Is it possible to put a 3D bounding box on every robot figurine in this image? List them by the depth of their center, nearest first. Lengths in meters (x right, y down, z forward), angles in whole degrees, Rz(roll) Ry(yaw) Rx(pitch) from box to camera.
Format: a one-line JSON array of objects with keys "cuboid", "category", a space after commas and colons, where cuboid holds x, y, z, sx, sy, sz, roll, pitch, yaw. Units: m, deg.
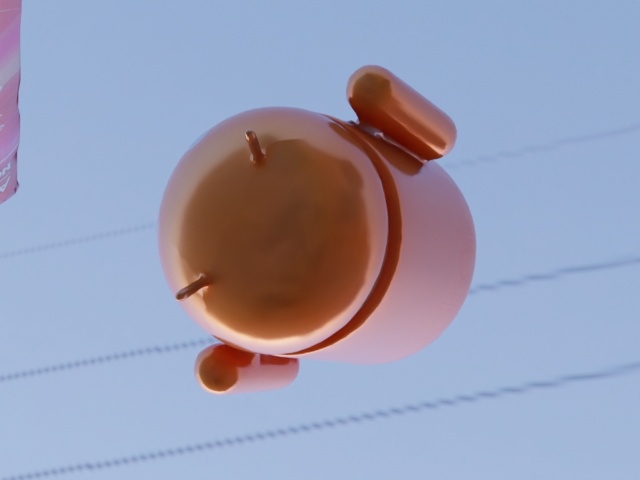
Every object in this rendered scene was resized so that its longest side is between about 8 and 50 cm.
[{"cuboid": [0.001, -0.002, 0.896, 0.158, 0.219, 0.128, -24, -106, 23], "category": "robot figurine"}]

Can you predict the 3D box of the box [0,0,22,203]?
[{"cuboid": [-0.193, -0.022, 0.324, 0.257, 0.128, 0.123, -30, -106, -21], "category": "box"}]
